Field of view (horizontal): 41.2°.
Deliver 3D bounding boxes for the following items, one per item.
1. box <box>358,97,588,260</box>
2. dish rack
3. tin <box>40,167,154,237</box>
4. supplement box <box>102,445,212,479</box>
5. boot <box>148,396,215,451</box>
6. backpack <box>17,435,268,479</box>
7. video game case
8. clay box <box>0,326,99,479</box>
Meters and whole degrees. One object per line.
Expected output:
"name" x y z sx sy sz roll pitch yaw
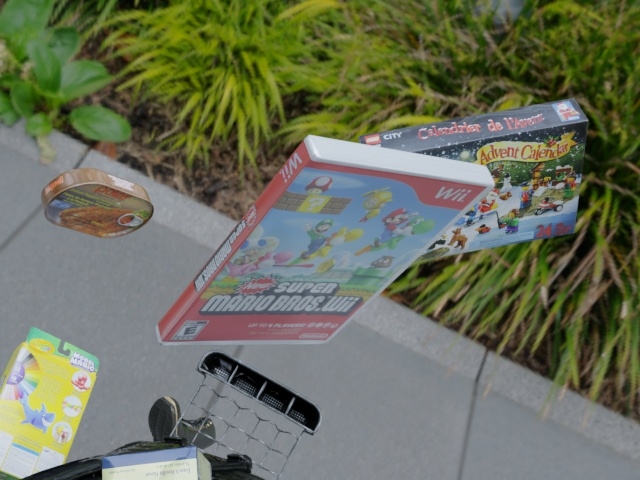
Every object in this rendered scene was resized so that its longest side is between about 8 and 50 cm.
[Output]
"box" 0.163 -0.058 0.924 0.232 0.159 0.044 -10 44 -1
"dish rack" -0.145 0.330 1.292 0.208 0.074 0.272 29 74 1
"tin" -0.332 -0.055 1.276 0.189 0.106 0.040 24 40 -59
"supplement box" -0.096 0.175 0.518 0.056 0.083 0.083 -6 69 -3
"boot" -0.268 0.365 1.701 0.137 0.198 0.077 -26 50 -39
"backpack" -0.250 0.367 1.006 0.290 0.274 0.355 10 -10 27
"video game case" -0.002 0.017 0.779 0.204 0.285 0.025 5 52 -37
"clay box" -0.424 0.253 1.268 0.127 0.053 0.222 33 47 -25
